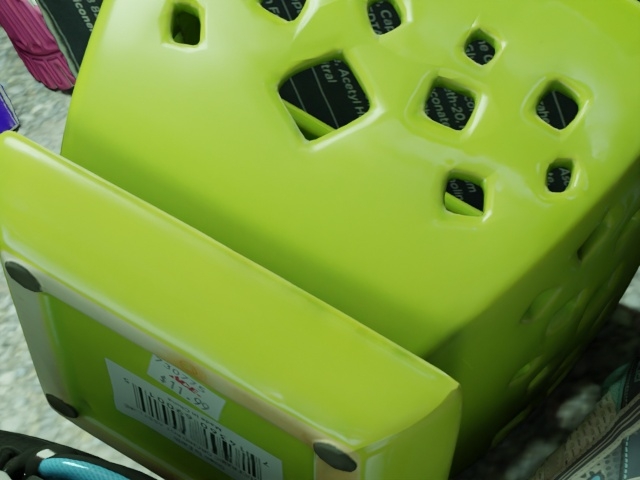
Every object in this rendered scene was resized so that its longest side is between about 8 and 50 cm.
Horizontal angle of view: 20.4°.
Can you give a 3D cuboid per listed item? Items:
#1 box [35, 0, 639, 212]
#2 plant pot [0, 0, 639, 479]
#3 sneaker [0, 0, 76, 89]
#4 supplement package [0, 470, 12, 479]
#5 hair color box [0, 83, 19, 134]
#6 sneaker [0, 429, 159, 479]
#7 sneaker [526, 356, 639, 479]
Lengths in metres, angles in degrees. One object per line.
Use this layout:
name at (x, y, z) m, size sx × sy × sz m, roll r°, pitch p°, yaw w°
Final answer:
box at (0.097, -0.171, 0.940) m, size 0.396 × 0.212 × 0.293 m, roll -1°, pitch 42°, yaw 31°
plant pot at (0.000, 0.000, 0.729) m, size 0.228 × 0.227 × 0.207 m, roll 29°, pitch 65°, yaw 13°
sneaker at (-0.184, -0.193, 1.226) m, size 0.111 × 0.103 × 0.252 m, roll -32°, pitch 37°, yaw -7°
supplement package at (-0.121, 0.214, 0.518) m, size 0.293 × 0.177 × 0.175 m, roll 40°, pitch 106°, yaw 38°
hair color box at (-0.391, -0.047, 1.161) m, size 0.339 × 0.110 × 0.185 m, roll -39°, pitch 39°, yaw -16°
sneaker at (-0.110, 0.127, 0.748) m, size 0.341 × 0.139 × 0.125 m, roll 14°, pitch 53°, yaw 43°
sneaker at (0.107, 0.144, 0.655) m, size 0.122 × 0.110 × 0.283 m, roll -8°, pitch 32°, yaw 46°
